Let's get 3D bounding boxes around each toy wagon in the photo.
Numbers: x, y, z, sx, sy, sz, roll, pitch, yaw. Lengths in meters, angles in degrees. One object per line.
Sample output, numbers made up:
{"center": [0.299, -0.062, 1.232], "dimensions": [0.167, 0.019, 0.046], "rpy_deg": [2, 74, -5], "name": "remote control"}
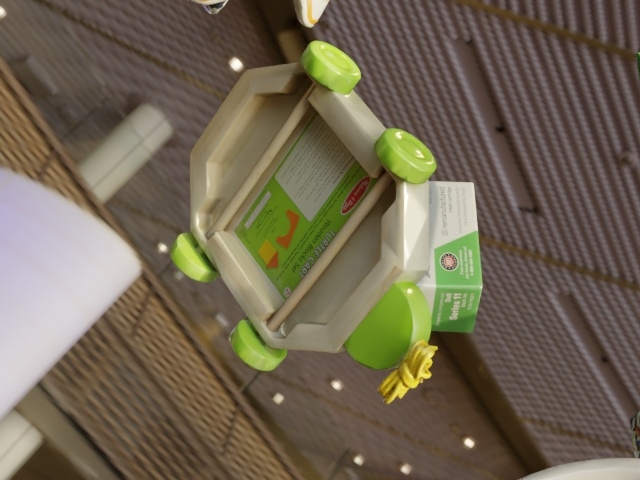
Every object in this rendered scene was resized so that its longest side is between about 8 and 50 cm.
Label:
{"center": [0.000, 0.000, 1.020], "dimensions": [0.344, 0.068, 0.267], "rpy_deg": [53, -59, 26], "name": "toy wagon"}

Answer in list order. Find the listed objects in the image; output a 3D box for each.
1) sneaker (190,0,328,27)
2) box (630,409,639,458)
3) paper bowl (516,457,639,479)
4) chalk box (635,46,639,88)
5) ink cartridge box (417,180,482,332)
{"center": [-0.128, -0.268, 0.940], "dimensions": [0.321, 0.128, 0.126], "rpy_deg": [13, 14, -11], "name": "sneaker"}
{"center": [0.342, 0.177, 1.051], "dimensions": [0.027, 0.094, 0.137], "rpy_deg": [15, -43, -11], "name": "box"}
{"center": [0.219, 0.308, 0.836], "dimensions": [0.284, 0.284, 0.148], "rpy_deg": [11, -52, 45], "name": "paper bowl"}
{"center": [0.463, -0.146, 1.331], "dimensions": [0.132, 0.132, 0.213], "rpy_deg": [-3, -66, 27], "name": "chalk box"}
{"center": [0.063, 0.014, 1.213], "dimensions": [0.208, 0.153, 0.087], "rpy_deg": [1, -38, 0], "name": "ink cartridge box"}
